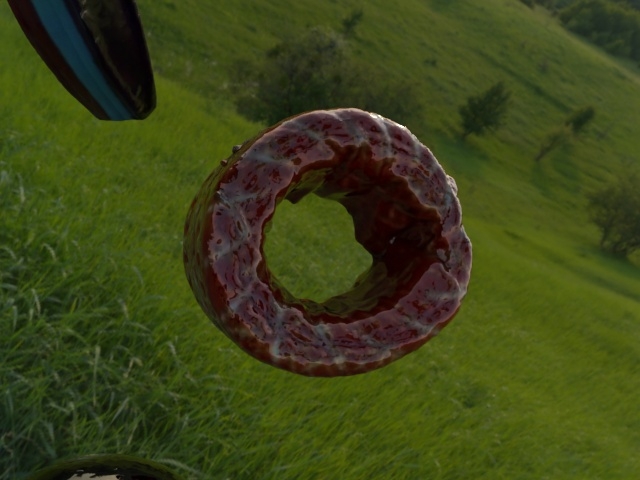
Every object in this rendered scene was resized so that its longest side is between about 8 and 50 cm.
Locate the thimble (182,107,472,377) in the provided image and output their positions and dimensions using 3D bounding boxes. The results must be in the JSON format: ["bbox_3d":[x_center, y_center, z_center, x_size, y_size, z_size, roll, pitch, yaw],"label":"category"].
[{"bbox_3d":[0.000,0.000,0.810,0.350,0.231,0.350,2,86,-20],"label":"thimble"}]

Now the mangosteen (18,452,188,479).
[{"bbox_3d":[-0.259,0.391,0.664,0.307,0.347,0.306,34,40,-35],"label":"mangosteen"}]

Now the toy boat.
[{"bbox_3d":[-0.249,-0.261,0.638,0.079,0.392,0.136,31,68,15],"label":"toy boat"}]
